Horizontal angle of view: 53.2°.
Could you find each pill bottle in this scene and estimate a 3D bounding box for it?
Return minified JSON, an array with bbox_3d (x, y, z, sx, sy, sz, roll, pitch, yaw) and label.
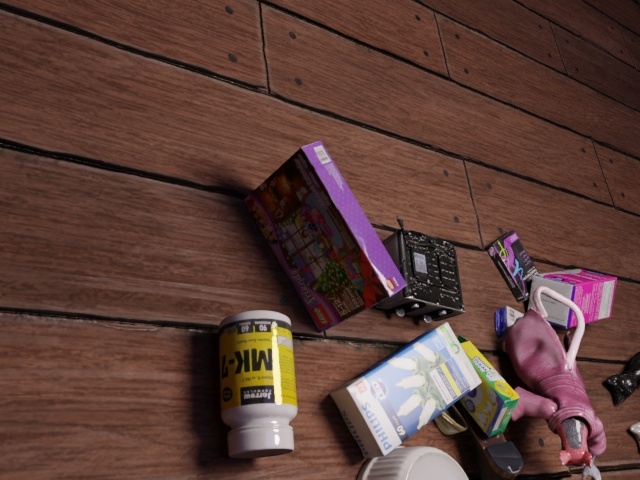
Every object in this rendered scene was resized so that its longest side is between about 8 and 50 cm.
[{"bbox_3d":[-0.097,0.225,0.998,0.119,0.119,0.209,12,59,-33],"label":"pill bottle"}]

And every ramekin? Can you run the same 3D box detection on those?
[{"bbox_3d":[0.170,0.452,1.092,0.207,0.109,0.207,19,56,-30],"label":"ramekin"}]

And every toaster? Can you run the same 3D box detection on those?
[{"bbox_3d":[0.199,0.069,1.325,0.168,0.110,0.186,16,58,-32],"label":"toaster"}]

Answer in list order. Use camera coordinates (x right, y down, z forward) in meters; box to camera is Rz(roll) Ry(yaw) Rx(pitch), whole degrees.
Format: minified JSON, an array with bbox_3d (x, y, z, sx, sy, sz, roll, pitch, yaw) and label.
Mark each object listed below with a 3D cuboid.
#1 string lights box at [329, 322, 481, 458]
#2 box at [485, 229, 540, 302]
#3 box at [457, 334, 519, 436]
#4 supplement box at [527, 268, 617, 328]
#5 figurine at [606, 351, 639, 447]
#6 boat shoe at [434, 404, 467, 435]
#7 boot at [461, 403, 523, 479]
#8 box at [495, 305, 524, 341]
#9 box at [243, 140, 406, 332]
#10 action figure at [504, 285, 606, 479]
[{"bbox_3d":[0.159,0.271,1.172,0.259,0.077,0.133,-26,82,-32],"label":"string lights box"},{"bbox_3d":[0.496,0.064,1.618,0.116,0.029,0.162,-26,86,-43],"label":"box"},{"bbox_3d":[0.304,0.280,1.255,0.043,0.105,0.179,-9,38,-25],"label":"box"},{"bbox_3d":[0.632,0.142,1.601,0.220,0.111,0.114,-2,101,-40],"label":"supplement box"},{"bbox_3d":[0.850,0.421,1.673,0.209,0.092,0.215,-17,78,-34],"label":"figurine"},{"bbox_3d":[0.230,0.313,1.257,0.056,0.048,0.153,-30,86,-44],"label":"boat shoe"},{"bbox_3d":[0.323,0.399,1.278,0.082,0.106,0.219,0,36,-11],"label":"boot"},{"bbox_3d":[0.471,0.212,1.519,0.136,0.028,0.081,27,53,-27],"label":"box"},{"bbox_3d":[0.000,0.000,1.143,0.057,0.201,0.293,-26,84,-44],"label":"box"},{"bbox_3d":[0.508,0.318,1.311,0.248,0.276,0.370,23,24,-6],"label":"action figure"}]
